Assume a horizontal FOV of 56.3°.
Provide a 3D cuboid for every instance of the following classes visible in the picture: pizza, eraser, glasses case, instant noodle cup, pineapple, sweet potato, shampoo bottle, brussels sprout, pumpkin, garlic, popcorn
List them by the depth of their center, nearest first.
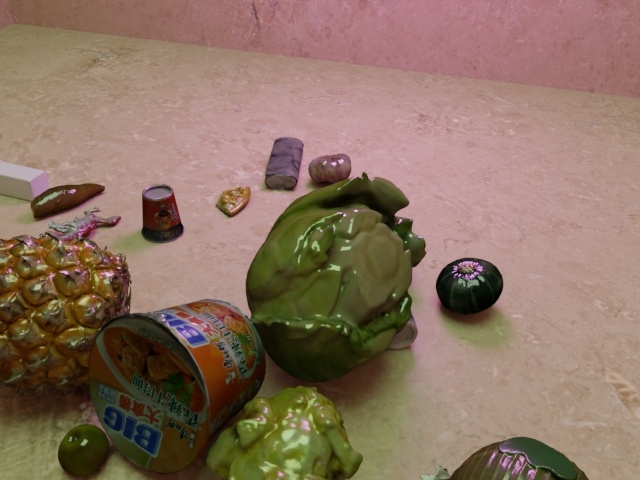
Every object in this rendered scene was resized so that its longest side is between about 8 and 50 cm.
[{"bbox_3d":[-0.054,0.370,1.022,0.254,0.195,0.256,11,53,21],"label":"popcorn"},{"bbox_3d":[-0.253,0.247,1.114,0.296,0.297,0.214,20,19,24],"label":"instant noodle cup"},{"bbox_3d":[-0.542,0.142,1.201,0.299,0.353,0.352,3,33,-12],"label":"pineapple"},{"bbox_3d":[0.008,0.084,1.300,0.360,0.342,0.425,-14,34,45],"label":"brussels sprout"},{"bbox_3d":[0.163,0.132,1.481,0.092,0.092,0.303,-1,34,-6],"label":"shampoo bottle"},{"bbox_3d":[0.369,0.114,1.493,0.167,0.125,0.167,-2,38,1],"label":"pumpkin"},{"bbox_3d":[-0.457,-0.082,1.709,0.127,0.136,0.127,2,35,-1],"label":"instant noodle cup"},{"bbox_3d":[-0.771,-0.139,1.826,0.077,0.077,0.243,28,42,32],"label":"sweet potato"},{"bbox_3d":[-0.277,-0.131,1.888,0.098,0.036,0.160,11,34,12],"label":"pizza"},{"bbox_3d":[-1.011,-0.199,1.891,0.297,0.078,0.076,13,35,13],"label":"eraser"},{"bbox_3d":[0.034,-0.237,2.018,0.147,0.102,0.159,7,19,31],"label":"garlic"},{"bbox_3d":[-0.123,-0.274,2.093,0.113,0.060,0.299,3,34,0],"label":"glasses case"}]

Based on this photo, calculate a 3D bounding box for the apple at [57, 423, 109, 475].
[{"bbox_3d":[-0.429,0.378,1.079,0.089,0.075,0.090,-14,38,11],"label":"apple"}]

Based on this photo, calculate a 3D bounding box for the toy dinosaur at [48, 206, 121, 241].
[{"bbox_3d":[-0.682,-0.030,1.683,0.167,0.053,0.242,10,25,-3],"label":"toy dinosaur"}]

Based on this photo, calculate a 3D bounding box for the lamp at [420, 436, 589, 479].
[{"bbox_3d":[0.286,0.429,0.925,0.284,0.250,0.250,13,34,29],"label":"lamp"}]
